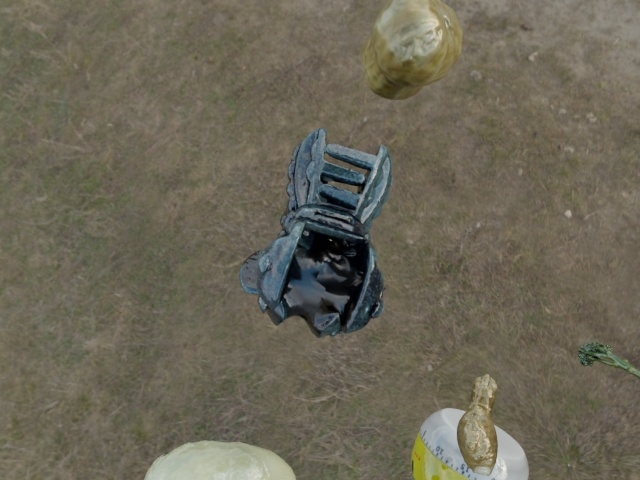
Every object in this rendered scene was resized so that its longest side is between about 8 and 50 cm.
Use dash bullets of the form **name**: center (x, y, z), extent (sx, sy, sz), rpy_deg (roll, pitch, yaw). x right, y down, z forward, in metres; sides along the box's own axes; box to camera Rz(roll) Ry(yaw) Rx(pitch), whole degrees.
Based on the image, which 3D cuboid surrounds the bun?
- **bun**: center (-0.159, 0.443, 0.878), extent (0.259, 0.259, 0.160), rpy_deg (-22, 45, 16)

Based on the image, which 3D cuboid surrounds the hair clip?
- **hair clip**: center (-0.001, 0.002, 0.700), extent (0.195, 0.206, 0.310), rpy_deg (16, 40, -2)

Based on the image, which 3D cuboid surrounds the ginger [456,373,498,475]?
- **ginger**: center (0.266, 0.308, 0.893), extent (0.067, 0.096, 0.165), rpy_deg (-6, 66, 33)

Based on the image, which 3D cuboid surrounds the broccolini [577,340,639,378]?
- **broccolini**: center (0.468, 0.201, 0.813), extent (0.054, 0.052, 0.194), rpy_deg (-49, 19, 2)

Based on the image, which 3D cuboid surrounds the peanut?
- **peanut**: center (0.087, -0.186, 0.520), extent (0.089, 0.193, 0.089), rpy_deg (0, 97, -4)

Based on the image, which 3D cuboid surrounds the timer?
- **timer**: center (0.329, 0.569, 1.241), extent (0.285, 0.285, 0.285), rpy_deg (-10, 65, 21)
